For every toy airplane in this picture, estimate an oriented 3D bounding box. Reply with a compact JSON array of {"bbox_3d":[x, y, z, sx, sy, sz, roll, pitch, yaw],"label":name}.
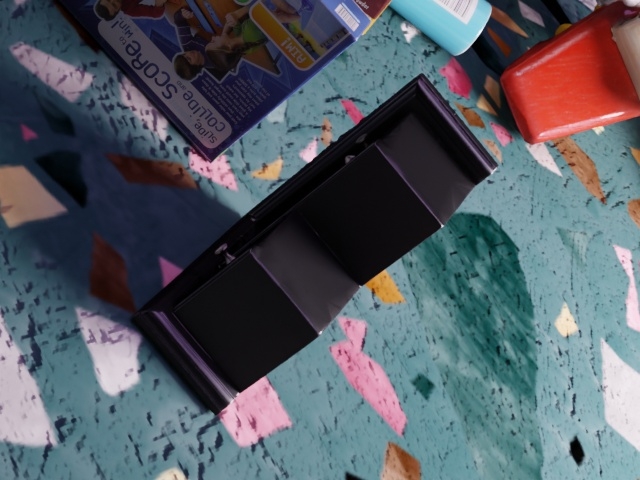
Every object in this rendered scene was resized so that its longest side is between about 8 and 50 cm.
[{"bbox_3d":[0.344,-0.205,1.451,0.384,0.272,0.386,21,74,-23],"label":"toy airplane"}]

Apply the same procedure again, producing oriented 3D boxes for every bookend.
[{"bbox_3d":[0.000,0.000,0.894,0.072,0.156,0.157,50,32,-4],"label":"bookend"}]

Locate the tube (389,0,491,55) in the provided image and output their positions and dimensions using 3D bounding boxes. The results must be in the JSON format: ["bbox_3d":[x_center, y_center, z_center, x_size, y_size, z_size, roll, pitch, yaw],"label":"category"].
[{"bbox_3d":[0.045,-0.229,1.299,0.207,0.052,0.080,35,32,-17],"label":"tube"}]

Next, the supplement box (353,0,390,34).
[{"bbox_3d":[0.064,-0.296,1.194,0.129,0.194,0.191,38,44,-3],"label":"supplement box"}]

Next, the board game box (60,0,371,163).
[{"bbox_3d":[-0.086,-0.161,0.965,0.201,0.136,0.035,48,32,-9],"label":"board game box"}]
